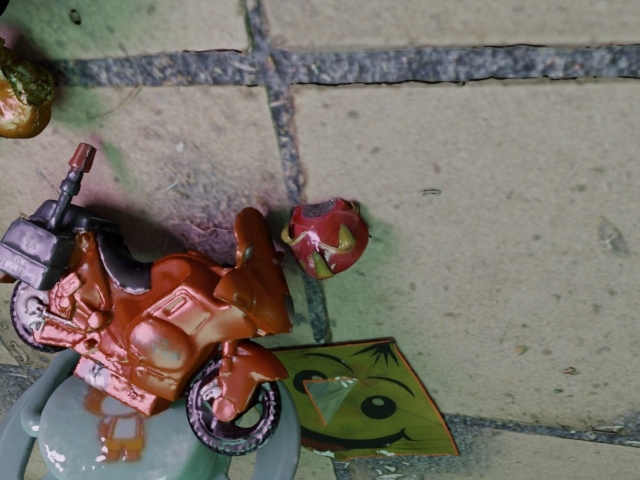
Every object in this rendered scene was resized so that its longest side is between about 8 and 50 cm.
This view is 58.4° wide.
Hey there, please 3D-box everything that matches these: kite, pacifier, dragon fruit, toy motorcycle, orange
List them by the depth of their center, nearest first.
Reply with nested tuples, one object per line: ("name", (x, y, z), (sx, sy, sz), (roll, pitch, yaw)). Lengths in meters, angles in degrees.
("orange", (-0.269, -0.130, 0.492), (0.086, 0.062, 0.086), (0, 122, 0))
("dragon fruit", (0.000, 0.000, 0.541), (0.083, 0.060, 0.056), (-7, 134, 24))
("toy motorcycle", (-0.159, 0.048, 0.557), (0.325, 0.222, 0.148), (24, 178, 13))
("pacifier", (-0.192, 0.244, 0.675), (0.342, 0.288, 0.269), (3, 139, 2))
("kite", (0.033, 0.221, 0.777), (0.377, 0.013, 0.328), (21, 134, -3))

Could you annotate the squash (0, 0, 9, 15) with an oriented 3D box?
("squash", (-0.300, -0.208, 0.348), (0.218, 0.173, 0.218), (-15, 138, -13))
